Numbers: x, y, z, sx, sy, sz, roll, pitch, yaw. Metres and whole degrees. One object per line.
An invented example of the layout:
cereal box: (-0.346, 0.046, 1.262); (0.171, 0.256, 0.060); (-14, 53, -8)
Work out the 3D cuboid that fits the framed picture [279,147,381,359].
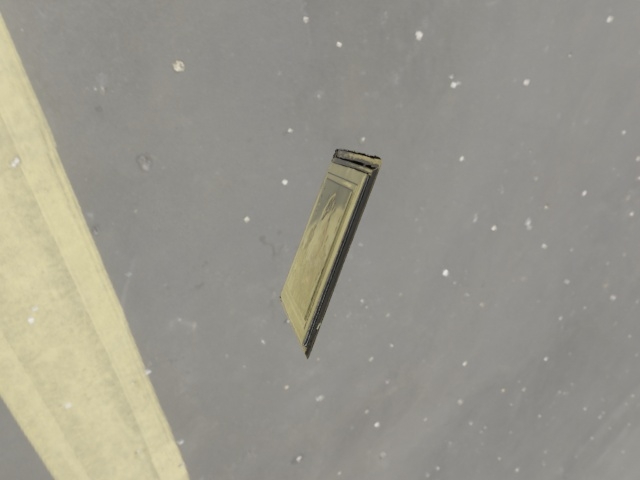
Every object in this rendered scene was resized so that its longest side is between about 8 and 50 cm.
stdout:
framed picture: (0.000, 0.000, 0.632); (0.010, 0.199, 0.195); (19, 97, -14)
